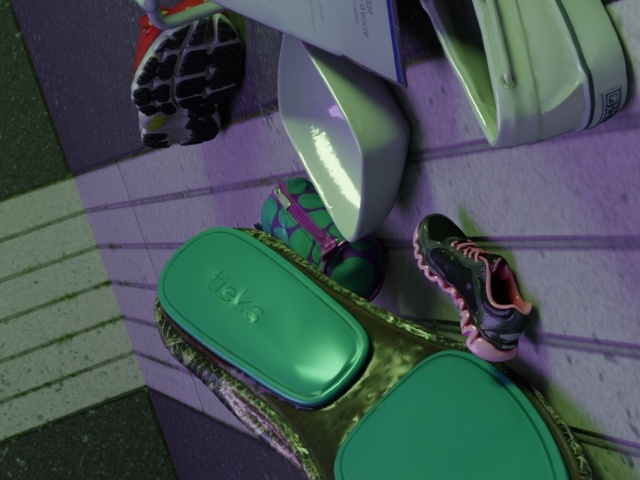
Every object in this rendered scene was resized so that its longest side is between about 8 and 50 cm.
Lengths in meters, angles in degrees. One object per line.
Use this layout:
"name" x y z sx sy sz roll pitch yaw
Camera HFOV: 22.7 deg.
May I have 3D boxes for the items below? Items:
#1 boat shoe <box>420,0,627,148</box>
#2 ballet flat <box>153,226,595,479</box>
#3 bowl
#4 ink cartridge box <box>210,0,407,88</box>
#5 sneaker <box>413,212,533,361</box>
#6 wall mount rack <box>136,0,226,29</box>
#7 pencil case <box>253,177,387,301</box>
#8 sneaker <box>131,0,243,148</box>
"boat shoe" 0.070 -0.166 0.850 0.095 0.084 0.258 101 145 -63
"ballet flat" 0.052 0.141 1.163 0.483 0.164 0.182 34 165 47
"bowl" 0.020 -0.084 1.183 0.142 0.053 0.142 99 147 -60
"ink cartridge box" -0.040 -0.286 1.071 0.307 0.072 0.304 27 137 42
"sneaker" 0.105 0.021 1.063 0.119 0.047 0.057 59 142 30
"wall mount rack" -0.167 -0.362 1.365 0.350 0.130 0.304 54 162 45
"pencil case" 0.000 0.000 1.336 0.070 0.064 0.151 48 177 -32
"sneaker" -0.148 -0.181 1.559 0.279 0.107 0.118 126 132 -69
